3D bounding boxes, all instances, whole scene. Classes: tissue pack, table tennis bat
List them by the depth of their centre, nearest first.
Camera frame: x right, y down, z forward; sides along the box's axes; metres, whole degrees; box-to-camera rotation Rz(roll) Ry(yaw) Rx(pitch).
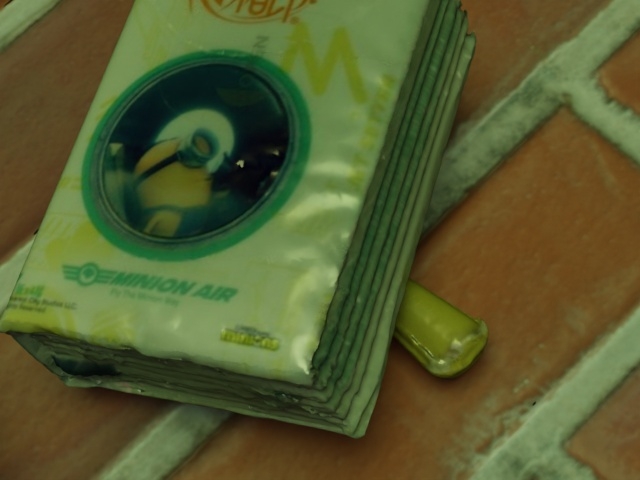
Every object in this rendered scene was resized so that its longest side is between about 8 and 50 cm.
[{"bbox_3d":[-0.058,-0.053,1.314,0.287,0.162,0.388,9,65,21],"label":"tissue pack"},{"bbox_3d":[0.000,0.000,1.393,0.368,0.054,0.224,36,75,26],"label":"table tennis bat"}]
